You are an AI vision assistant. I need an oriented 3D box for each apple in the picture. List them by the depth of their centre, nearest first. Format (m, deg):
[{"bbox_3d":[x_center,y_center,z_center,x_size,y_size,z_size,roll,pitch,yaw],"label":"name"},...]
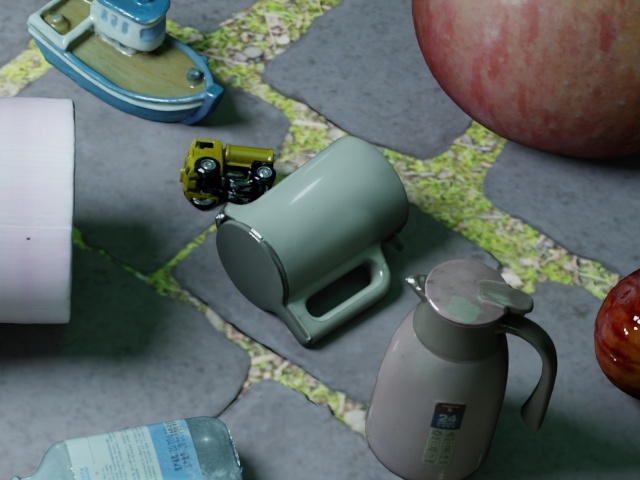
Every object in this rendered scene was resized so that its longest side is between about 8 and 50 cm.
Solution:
[{"bbox_3d":[0.255,-0.240,1.775,0.345,0.269,0.345,4,48,-4],"label":"apple"}]

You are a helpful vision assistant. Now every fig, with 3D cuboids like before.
[{"bbox_3d":[0.295,0.067,1.612,0.128,0.128,0.150,16,43,5],"label":"fig"}]

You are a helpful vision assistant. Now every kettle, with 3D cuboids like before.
[{"bbox_3d":[-0.004,-0.002,1.653,0.148,0.127,0.098,-36,30,-30],"label":"kettle"}]

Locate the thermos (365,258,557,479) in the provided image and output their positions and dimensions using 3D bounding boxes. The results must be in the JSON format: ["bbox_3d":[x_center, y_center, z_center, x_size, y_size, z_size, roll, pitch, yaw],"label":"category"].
[{"bbox_3d":[0.116,0.100,1.503,0.137,0.193,0.105,20,48,8],"label":"thermos"}]

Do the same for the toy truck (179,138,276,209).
[{"bbox_3d":[-0.083,-0.060,1.709,0.083,0.049,0.054,6,47,-5],"label":"toy truck"}]

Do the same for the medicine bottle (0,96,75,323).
[{"bbox_3d":[-0.386,-0.026,1.521,0.378,0.213,0.213,1,49,-9],"label":"medicine bottle"}]

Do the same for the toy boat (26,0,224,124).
[{"bbox_3d":[-0.176,-0.181,1.767,0.215,0.102,0.088,33,54,19],"label":"toy boat"}]

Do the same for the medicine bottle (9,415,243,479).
[{"bbox_3d":[-0.166,0.190,1.471,0.208,0.054,0.090,-9,52,-15],"label":"medicine bottle"}]
